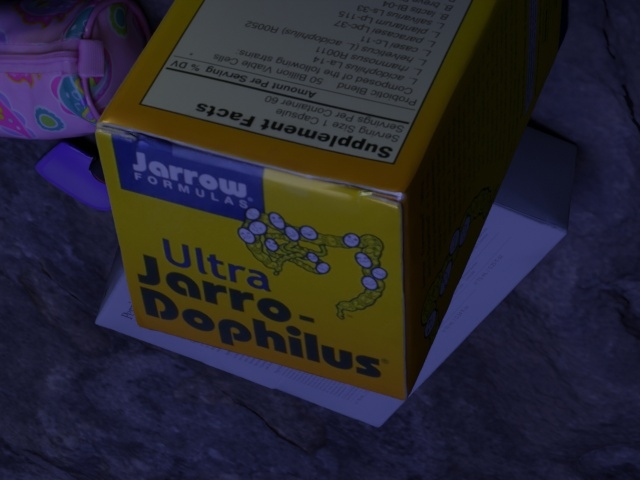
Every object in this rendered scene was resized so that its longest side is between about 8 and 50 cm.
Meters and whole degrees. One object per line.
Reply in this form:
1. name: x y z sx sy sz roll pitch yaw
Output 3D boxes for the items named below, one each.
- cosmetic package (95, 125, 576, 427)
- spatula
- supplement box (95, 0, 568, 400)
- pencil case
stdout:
1. cosmetic package: 0.000 0.000 1.506 0.284 0.097 0.377 20 145 -13
2. spatula: -0.190 -0.062 1.573 0.084 0.030 0.296 35 168 -13
3. supplement box: 0.025 -0.108 1.179 0.194 0.356 0.195 14 142 16
4. pencil case: -0.278 -0.146 1.512 0.284 0.124 0.124 3 138 27
